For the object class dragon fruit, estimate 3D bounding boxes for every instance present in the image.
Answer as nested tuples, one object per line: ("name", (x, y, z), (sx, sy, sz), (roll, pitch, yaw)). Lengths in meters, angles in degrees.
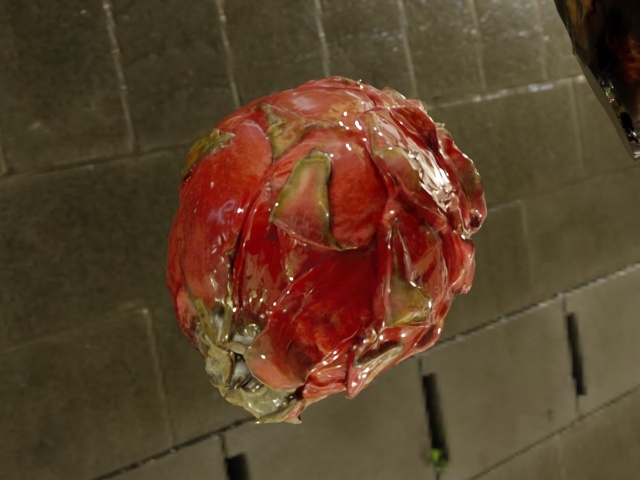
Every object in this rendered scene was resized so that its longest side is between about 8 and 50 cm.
("dragon fruit", (0.000, 0.000, 1.092), (0.343, 0.277, 0.277), (-35, 111, -34))

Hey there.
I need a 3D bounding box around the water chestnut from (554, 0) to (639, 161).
("water chestnut", (0.346, -0.225, 0.947), (0.335, 0.347, 0.335), (-14, 90, -86))
